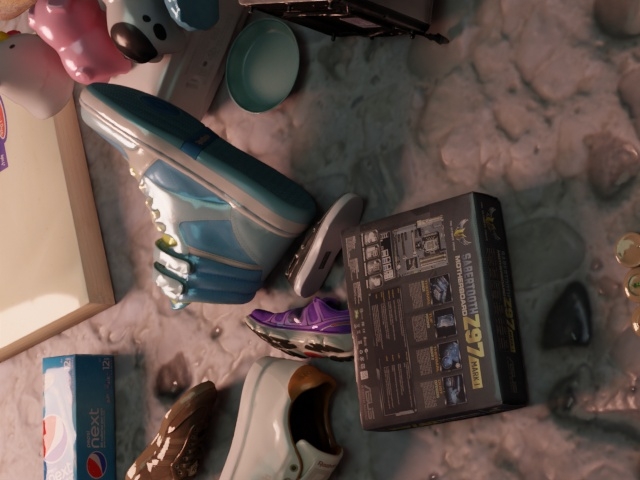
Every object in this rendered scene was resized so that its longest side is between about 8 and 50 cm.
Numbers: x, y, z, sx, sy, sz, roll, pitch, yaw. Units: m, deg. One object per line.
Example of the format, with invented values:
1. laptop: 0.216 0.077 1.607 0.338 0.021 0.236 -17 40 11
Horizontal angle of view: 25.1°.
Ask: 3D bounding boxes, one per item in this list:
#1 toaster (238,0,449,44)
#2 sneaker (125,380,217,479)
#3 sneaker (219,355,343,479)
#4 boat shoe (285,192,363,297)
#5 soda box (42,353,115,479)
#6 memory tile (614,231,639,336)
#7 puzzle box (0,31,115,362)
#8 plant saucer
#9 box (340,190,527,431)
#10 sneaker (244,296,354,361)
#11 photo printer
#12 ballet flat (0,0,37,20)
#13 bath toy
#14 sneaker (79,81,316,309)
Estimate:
1. toaster: 0.031 -0.291 1.614 0.168 0.185 0.110 8 87 47
2. sneaker: -0.168 0.255 1.779 0.071 0.066 0.188 43 117 16
3. sneaker: -0.045 0.281 1.638 0.123 0.106 0.290 6 87 41
4. boat shoe: 0.000 0.000 1.675 0.040 0.049 0.142 42 112 34
5. soda box: -0.316 0.255 1.880 0.067 0.071 0.210 -10 79 37
6. memory tile: 0.362 0.031 1.404 0.148 0.012 0.113 -18 74 36
7. puzzle box: -0.431 -0.055 2.022 0.272 0.052 0.409 -26 69 34
8. plant saucer: -0.066 -0.213 1.769 0.119 0.021 0.119 -5 82 37
9. box: 0.120 0.081 1.561 0.183 0.059 0.233 -17 73 36
10. sneaker: -0.013 0.098 1.676 0.170 0.068 0.071 5 64 38
11. photo printer: -0.235 -0.316 1.861 0.307 0.107 0.256 34 106 36
12. ballet flat: -0.361 -0.431 1.982 0.106 0.107 0.316 35 108 28
13. bath toy: -0.287 -0.262 1.746 0.348 0.129 0.151 -24 73 36
14. sneaker: -0.185 -0.037 1.724 0.319 0.127 0.208 33 111 9
